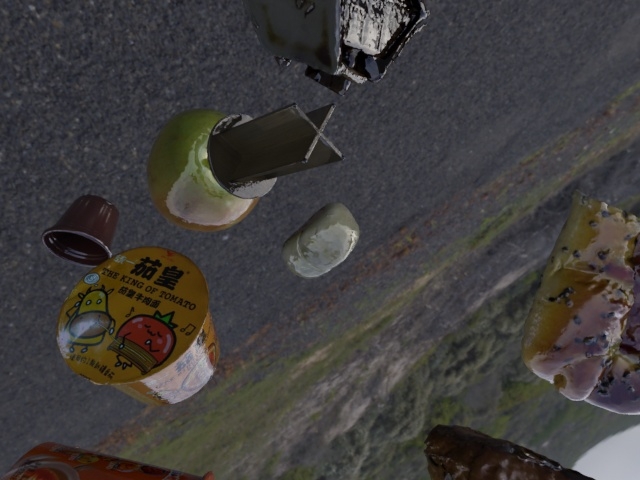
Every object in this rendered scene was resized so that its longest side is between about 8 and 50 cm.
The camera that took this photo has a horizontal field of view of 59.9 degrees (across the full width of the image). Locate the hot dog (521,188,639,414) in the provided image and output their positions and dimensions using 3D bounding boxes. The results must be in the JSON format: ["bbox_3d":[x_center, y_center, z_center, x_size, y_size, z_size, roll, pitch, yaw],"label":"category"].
[{"bbox_3d":[0.568,0.145,1.055,0.196,0.367,0.366,-95,-151,-76],"label":"hot dog"}]

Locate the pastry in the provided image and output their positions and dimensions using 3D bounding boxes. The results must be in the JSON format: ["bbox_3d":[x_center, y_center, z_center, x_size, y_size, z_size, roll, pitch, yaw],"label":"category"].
[{"bbox_3d":[0.000,0.000,1.028,0.156,0.092,0.156,-34,-166,10],"label":"pastry"}]

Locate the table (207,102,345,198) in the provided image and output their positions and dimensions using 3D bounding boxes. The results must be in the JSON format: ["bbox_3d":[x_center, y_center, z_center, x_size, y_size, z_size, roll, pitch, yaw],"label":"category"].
[{"bbox_3d":[-0.074,-0.171,1.001,0.167,0.167,0.226,-13,-176,-43],"label":"table"}]

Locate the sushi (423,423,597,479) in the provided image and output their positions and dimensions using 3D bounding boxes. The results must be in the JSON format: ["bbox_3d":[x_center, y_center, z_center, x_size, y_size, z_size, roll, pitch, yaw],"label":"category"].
[{"bbox_3d":[0.270,0.355,0.737,0.179,0.296,0.167,104,6,-49],"label":"sushi"}]

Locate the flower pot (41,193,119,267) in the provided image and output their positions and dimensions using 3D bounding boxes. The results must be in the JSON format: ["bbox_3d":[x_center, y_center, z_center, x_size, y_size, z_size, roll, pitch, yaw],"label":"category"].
[{"bbox_3d":[-0.377,-0.022,0.897,0.111,0.089,0.111,7,146,5],"label":"flower pot"}]

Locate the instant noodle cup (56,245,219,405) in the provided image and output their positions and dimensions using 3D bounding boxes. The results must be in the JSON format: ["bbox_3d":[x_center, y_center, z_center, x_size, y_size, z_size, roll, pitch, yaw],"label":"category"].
[{"bbox_3d":[-0.251,0.142,0.833,0.215,0.216,0.172,-30,147,-14],"label":"instant noodle cup"}]

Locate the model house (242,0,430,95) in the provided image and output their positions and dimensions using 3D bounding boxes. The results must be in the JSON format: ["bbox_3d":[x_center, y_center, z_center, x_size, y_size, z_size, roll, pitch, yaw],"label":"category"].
[{"bbox_3d":[0.013,-0.430,0.974,0.282,0.317,0.297,-15,126,-53],"label":"model house"}]

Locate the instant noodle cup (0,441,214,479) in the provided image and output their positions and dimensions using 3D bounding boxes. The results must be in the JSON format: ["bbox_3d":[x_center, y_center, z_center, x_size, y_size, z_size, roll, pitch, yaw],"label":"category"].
[{"bbox_3d":[-0.250,0.346,0.594,0.250,0.192,0.251,17,90,-87],"label":"instant noodle cup"}]

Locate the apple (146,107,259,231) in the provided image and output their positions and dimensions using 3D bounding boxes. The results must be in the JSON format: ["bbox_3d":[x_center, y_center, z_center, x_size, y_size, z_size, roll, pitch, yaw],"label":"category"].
[{"bbox_3d":[-0.311,-0.198,1.555,0.338,0.339,0.305,-19,174,-34],"label":"apple"}]

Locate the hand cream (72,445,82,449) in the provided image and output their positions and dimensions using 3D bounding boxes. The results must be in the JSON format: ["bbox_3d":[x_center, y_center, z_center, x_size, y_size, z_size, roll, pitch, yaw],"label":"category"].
[{"bbox_3d":[-0.656,0.582,1.409,0.043,0.067,0.210,8,133,-43],"label":"hand cream"}]
